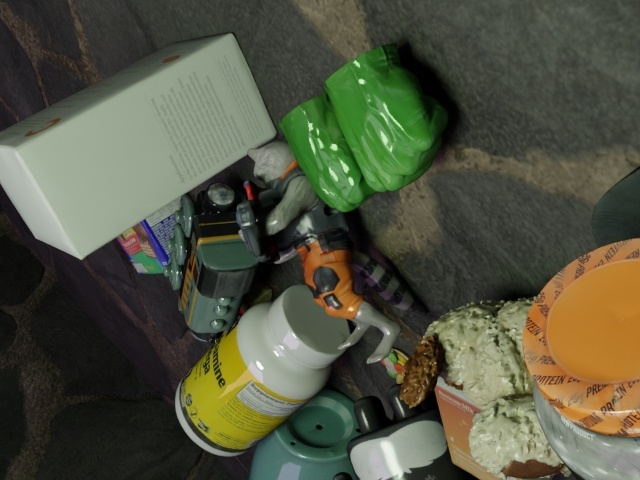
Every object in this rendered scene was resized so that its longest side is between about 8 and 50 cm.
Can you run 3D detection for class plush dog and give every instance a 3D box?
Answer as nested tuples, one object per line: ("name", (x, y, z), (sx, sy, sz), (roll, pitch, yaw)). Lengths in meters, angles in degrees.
("plush dog", (0.211, 0.123, 0.809), (0.225, 0.262, 0.210), (0, 90, 47))

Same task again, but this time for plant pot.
("plant pot", (-0.015, 0.443, 1.499), (0.271, 0.271, 0.255), (34, 133, 34))

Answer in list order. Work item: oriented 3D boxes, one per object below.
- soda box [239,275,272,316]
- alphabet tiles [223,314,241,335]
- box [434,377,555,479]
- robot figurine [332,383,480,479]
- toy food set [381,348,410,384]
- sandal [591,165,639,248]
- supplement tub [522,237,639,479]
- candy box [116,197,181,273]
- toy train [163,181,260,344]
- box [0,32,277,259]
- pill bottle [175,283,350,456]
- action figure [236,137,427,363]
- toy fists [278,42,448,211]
("soda box", (-0.137, 0.150, 1.540), (0.058, 0.061, 0.181), (41, 151, 25))
("alphabet tiles", (-0.173, 0.204, 1.585), (0.237, 0.009, 0.198), (38, 151, 31))
("box", (0.240, 0.248, 1.009), (0.130, 0.091, 0.170), (23, 141, 46))
("robot figurine", (0.144, 0.361, 1.145), (0.209, 0.173, 0.278), (-36, 70, 46))
("toy food set", (0.131, 0.210, 1.222), (0.082, 0.020, 0.083), (45, 153, 17))
("sandal", (0.322, -0.050, 0.497), (0.167, 0.107, 0.446), (47, 154, 14))
("supplement tub", (0.298, 0.153, 0.603), (0.193, 0.193, 0.316), (14, 152, 52))
("candy box", (-0.392, -0.088, 1.603), (0.268, 0.122, 0.317), (-6, 116, 61))
("toy train", (-0.194, 0.049, 1.342), (0.334, 0.142, 0.190), (115, 145, -51))
("box", (-0.276, -0.147, 1.091), (0.215, 0.345, 0.168), (13, 133, 53))
("pill bottle", (-0.101, 0.227, 1.325), (0.188, 0.188, 0.334), (50, 124, 8))
("action figure", (0.000, 0.000, 1.100), (0.330, 0.178, 0.341), (62, -177, -3))
("toy fists", (0.050, -0.118, 0.881), (0.142, 0.096, 0.279), (66, 154, -2))
